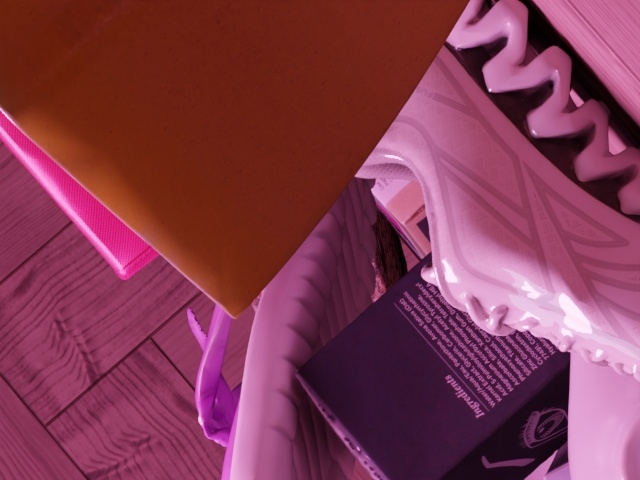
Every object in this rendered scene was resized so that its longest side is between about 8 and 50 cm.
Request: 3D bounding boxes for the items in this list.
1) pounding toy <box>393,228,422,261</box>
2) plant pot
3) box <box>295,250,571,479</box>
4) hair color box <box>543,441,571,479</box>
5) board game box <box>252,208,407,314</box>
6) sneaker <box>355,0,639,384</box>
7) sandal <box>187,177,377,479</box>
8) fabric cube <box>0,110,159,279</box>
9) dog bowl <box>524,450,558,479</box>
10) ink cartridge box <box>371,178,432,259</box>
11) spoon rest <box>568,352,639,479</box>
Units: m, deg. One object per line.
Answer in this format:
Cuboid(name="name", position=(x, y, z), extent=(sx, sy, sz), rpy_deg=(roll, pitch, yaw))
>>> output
Cuboid(name="pounding toy", position=(0.167, 0.089, 1.989), extent=(0.269, 0.155, 0.154), rpy_deg=(51, -177, 13))
Cuboid(name="plant pot", position=(-0.052, -0.133, 0.657), extent=(0.212, 0.187, 0.212), rpy_deg=(50, 180, 26))
Cuboid(name="box", position=(0.108, 0.067, 1.089), extent=(0.108, 0.207, 0.153), rpy_deg=(49, 180, 22))
Cuboid(name="hair color box", position=(0.287, 0.281, 1.181), extent=(0.374, 0.113, 0.185), rpy_deg=(63, -169, 4))
Cuboid(name="board game box", position=(0.000, 0.000, 1.943), extent=(0.232, 0.141, 0.291), rpy_deg=(-92, -13, -51))
Cuboid(name="sneaker", position=(0.123, 0.013, 0.831), extent=(0.292, 0.118, 0.110), rpy_deg=(48, 178, 15))
Cuboid(name="sandal", position=(-0.031, 0.056, 1.188), extent=(0.416, 0.102, 0.169), rpy_deg=(-78, -23, -45))
Cuboid(name="fabric cube", position=(-0.125, -0.174, 1.196), extent=(0.258, 0.254, 0.259), rpy_deg=(51, 180, -18))
Cuboid(name="dog bowl", position=(0.241, 0.261, 1.424), extent=(0.104, 0.265, 0.265), rpy_deg=(46, -177, -39))
Cuboid(name="ink cartridge box", position=(0.071, -0.075, 1.648), extent=(0.235, 0.088, 0.193), rpy_deg=(51, -178, 34))
Cuboid(name="spoon rest", position=(0.167, 0.057, 0.943), extent=(0.276, 0.137, 0.084), rpy_deg=(64, -167, 10))
